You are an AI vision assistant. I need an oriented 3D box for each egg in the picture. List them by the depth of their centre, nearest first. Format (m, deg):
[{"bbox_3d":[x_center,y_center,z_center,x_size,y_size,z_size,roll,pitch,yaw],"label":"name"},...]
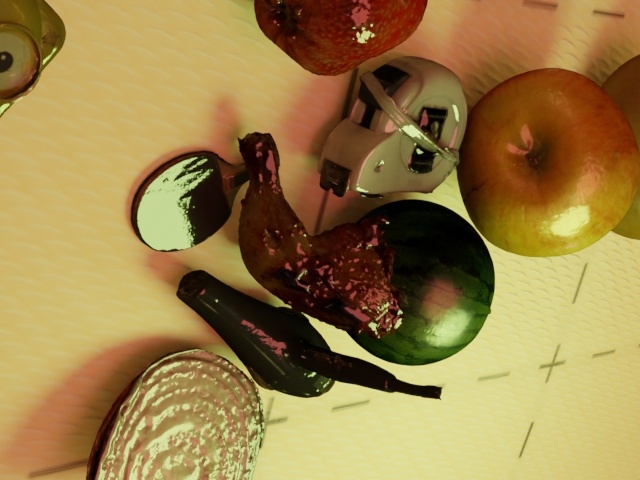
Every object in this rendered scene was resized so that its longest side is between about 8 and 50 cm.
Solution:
[{"bbox_3d":[0.556,-0.158,1.716,0.250,0.250,0.322,-2,110,-40],"label":"egg"}]

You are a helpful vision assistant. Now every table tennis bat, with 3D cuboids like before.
[{"bbox_3d":[-0.145,-0.063,1.327,0.220,0.019,0.130,-29,131,-24],"label":"table tennis bat"}]

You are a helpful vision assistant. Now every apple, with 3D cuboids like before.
[{"bbox_3d":[0.331,-0.114,1.528,0.286,0.286,0.233,-60,157,4],"label":"apple"}]

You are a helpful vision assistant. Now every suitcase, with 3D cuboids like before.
[{"bbox_3d":[-0.369,-0.188,0.964,0.235,0.143,0.194,-50,136,-7],"label":"suitcase"}]

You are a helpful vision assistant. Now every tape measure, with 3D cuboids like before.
[{"bbox_3d":[0.118,-0.157,1.432,0.236,0.120,0.197,-2,113,-45],"label":"tape measure"}]

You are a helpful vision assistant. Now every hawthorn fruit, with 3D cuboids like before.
[{"bbox_3d":[0.043,-0.315,1.221,0.253,0.205,0.205,-35,133,-30],"label":"hawthorn fruit"}]

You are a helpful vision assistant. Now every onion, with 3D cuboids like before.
[{"bbox_3d":[-0.207,0.269,1.417,0.250,0.111,0.247,24,76,-36],"label":"onion"}]

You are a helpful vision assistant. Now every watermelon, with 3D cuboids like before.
[{"bbox_3d":[0.135,0.062,1.490,0.242,0.242,0.242,-21,127,-31],"label":"watermelon"}]

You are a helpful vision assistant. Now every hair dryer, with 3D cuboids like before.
[{"bbox_3d":[0.005,0.143,1.344,0.303,0.360,0.120,46,64,-42],"label":"hair dryer"}]

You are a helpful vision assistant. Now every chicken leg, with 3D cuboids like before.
[{"bbox_3d":[-0.010,0.008,1.333,0.323,0.083,0.177,35,102,-8],"label":"chicken leg"}]
